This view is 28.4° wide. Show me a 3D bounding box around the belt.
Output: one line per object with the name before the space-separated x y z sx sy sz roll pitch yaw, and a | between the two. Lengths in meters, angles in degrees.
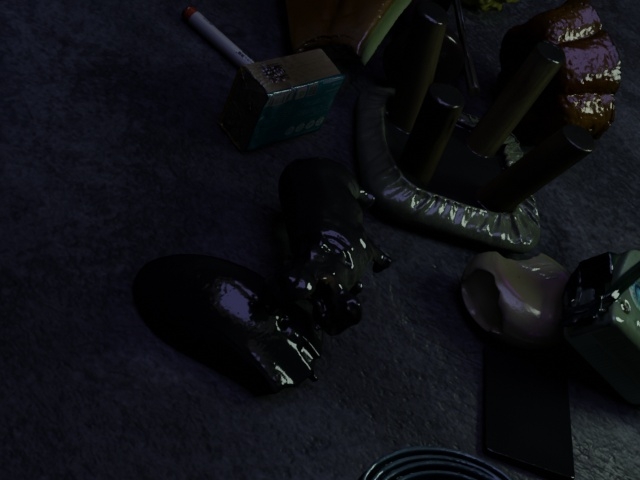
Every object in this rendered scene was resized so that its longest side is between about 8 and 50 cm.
belt | 0.142 0.337 1.448 0.267 0.116 0.206 -6 48 -33

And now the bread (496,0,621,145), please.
bread | 0.404 -0.274 2.170 0.135 0.232 0.247 -11 78 -27

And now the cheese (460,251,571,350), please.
cheese | 0.336 0.082 1.865 0.286 0.082 0.163 -4 53 -38

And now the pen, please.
pen | -0.136 -0.296 1.996 0.218 0.026 0.026 42 41 13

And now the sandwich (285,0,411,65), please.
sandwich | 0.000 -0.375 2.099 0.245 0.063 0.212 14 54 30

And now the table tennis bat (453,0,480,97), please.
table tennis bat | 0.254 -0.350 2.228 0.022 0.138 0.246 -9 54 7

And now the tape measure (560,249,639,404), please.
tape measure | 0.441 0.099 1.808 0.235 0.115 0.207 43 46 -29

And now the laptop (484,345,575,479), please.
laptop | 0.281 0.235 1.722 0.135 0.016 0.197 22 39 -10

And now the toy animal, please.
toy animal | 0.012 0.013 1.658 0.168 0.106 0.343 41 26 -21

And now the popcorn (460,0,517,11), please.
popcorn | 0.319 -0.549 2.413 0.169 0.189 0.218 -15 59 -44

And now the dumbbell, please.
dumbbell | 0.167 -0.364 2.170 0.124 0.140 0.225 32 34 -31

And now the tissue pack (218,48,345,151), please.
tissue pack | -0.059 -0.212 1.885 0.169 0.120 0.082 -21 59 -42

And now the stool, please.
stool | 0.232 -0.172 1.946 0.310 0.226 0.310 14 42 -17

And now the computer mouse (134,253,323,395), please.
computer mouse | -0.106 0.092 1.576 0.264 0.088 0.147 32 42 -3
